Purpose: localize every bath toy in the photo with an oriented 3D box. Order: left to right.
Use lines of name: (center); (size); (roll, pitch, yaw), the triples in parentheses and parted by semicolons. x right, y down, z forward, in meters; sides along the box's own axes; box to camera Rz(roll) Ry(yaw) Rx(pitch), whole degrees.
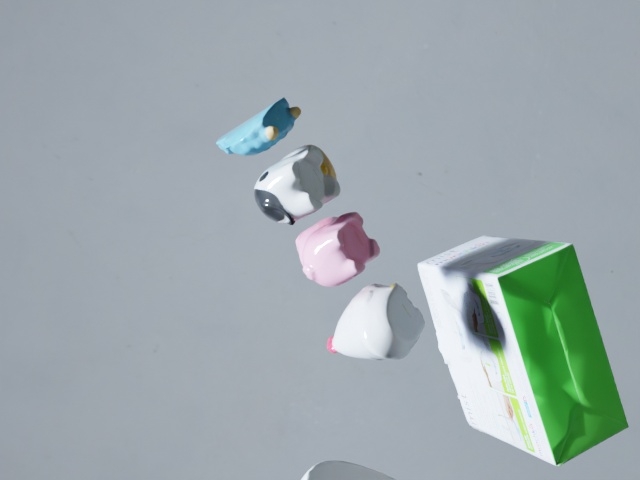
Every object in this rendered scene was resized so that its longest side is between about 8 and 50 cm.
bath toy: (0.000, 0.000, 1.226); (0.129, 0.151, 0.348); (-26, 97, 36)

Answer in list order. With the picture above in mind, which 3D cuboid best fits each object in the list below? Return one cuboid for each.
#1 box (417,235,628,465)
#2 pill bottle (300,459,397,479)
box: (0.263, 0.139, 1.336); (0.126, 0.231, 0.262); (-22, 99, -17)
pill bottle: (-0.029, 0.365, 0.763); (0.204, 0.204, 0.361); (34, 102, 15)
